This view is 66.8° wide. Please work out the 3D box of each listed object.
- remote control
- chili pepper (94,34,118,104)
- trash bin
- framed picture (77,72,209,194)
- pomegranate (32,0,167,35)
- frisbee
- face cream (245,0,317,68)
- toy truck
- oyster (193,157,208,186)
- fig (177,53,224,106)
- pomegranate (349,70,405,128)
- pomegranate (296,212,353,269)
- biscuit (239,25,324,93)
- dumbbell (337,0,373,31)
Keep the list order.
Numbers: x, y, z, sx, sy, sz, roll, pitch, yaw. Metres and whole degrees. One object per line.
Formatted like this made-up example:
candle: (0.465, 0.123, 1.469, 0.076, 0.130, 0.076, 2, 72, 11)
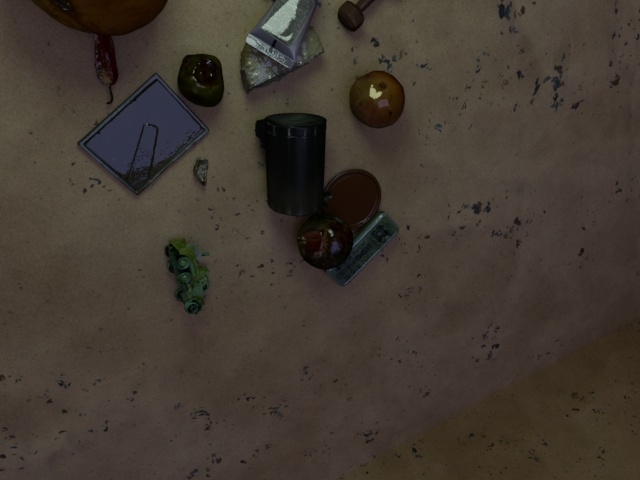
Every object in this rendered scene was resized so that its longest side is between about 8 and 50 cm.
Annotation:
remote control: (0.162, 0.033, 1.933, 0.335, 0.065, 0.128, -45, 122, 3)
chili pepper: (-0.594, -0.512, 1.342, 0.050, 0.059, 0.268, -34, 131, -53)
trash bin: (-0.085, -0.251, 1.605, 0.252, 0.203, 0.301, 0, 117, -3)
framed picture: (-0.531, -0.316, 1.480, 0.315, 0.024, 0.232, -42, 124, -1)
pomegranate: (-0.516, -0.693, 1.123, 0.410, 0.410, 0.410, -10, 118, -19)
frisbee: (0.117, -0.153, 1.849, 0.251, 0.021, 0.251, -10, 119, -19)
face cream: (-0.087, -0.649, 1.408, 0.154, 0.096, 0.274, 30, 84, -12)
toy truck: (-0.442, 0.122, 1.681, 0.135, 0.128, 0.259, -18, 121, -31)
oyster: (-0.392, -0.224, 1.582, 0.051, 0.034, 0.093, 2, 103, -42)
fig: (-0.347, -0.468, 1.431, 0.144, 0.154, 0.165, -43, 156, -17)
pomegranate: (0.188, -0.467, 1.627, 0.191, 0.191, 0.191, -10, 118, -19)
pomegranate: (0.000, 0.000, 1.740, 0.248, 0.214, 0.214, 8, 114, -58)
biscuit: (-0.137, -0.579, 1.484, 0.281, 0.084, 0.179, -34, 120, -6)
dumbbell: (0.155, -0.762, 1.524, 0.231, 0.092, 0.082, -44, 95, 1)
